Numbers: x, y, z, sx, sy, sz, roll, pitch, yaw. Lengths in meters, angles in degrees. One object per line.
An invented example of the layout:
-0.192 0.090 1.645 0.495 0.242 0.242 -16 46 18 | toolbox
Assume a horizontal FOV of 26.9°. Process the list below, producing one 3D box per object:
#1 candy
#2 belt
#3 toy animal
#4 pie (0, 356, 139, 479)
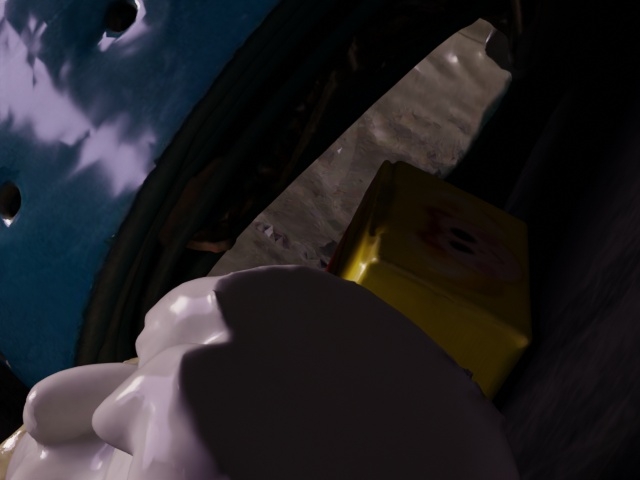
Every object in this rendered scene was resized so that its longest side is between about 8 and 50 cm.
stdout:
0.004 0.108 0.676 0.276 0.088 0.146 -63 2 22 | candy
-0.019 -0.086 0.746 0.436 0.173 0.300 -45 -28 -10 | belt
-0.022 0.108 0.430 0.127 0.179 0.193 -81 16 -49 | toy animal
-0.053 0.143 0.559 0.185 0.218 0.052 -30 24 -22 | pie
